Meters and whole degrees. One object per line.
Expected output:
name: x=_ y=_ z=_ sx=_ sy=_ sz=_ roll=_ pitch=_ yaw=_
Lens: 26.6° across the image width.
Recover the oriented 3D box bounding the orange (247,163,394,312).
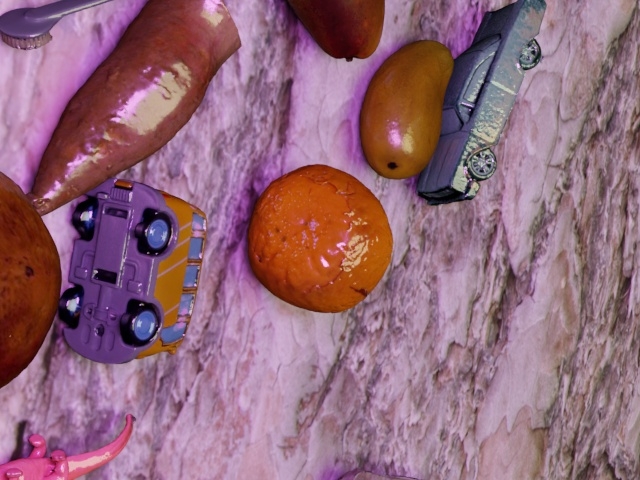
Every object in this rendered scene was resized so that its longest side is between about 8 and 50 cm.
orange: x=0.000 y=0.000 z=1.734 sx=0.161 sy=0.193 sz=0.193 roll=15 pitch=87 yaw=-65

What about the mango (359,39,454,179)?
mango: x=0.123 y=-0.188 z=1.889 sx=0.136 sy=0.099 sz=0.227 roll=44 pitch=59 yaw=-37

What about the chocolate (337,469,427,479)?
chocolate: x=0.104 y=0.441 z=2.000 sx=0.303 sy=0.100 sz=0.185 roll=22 pitch=72 yaw=-49

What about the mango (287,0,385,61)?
mango: x=0.007 y=-0.349 z=1.719 sx=0.133 sy=0.111 sz=0.267 roll=-40 pitch=128 yaw=-14

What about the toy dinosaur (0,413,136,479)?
toy dinosaur: x=-0.326 y=0.298 z=1.558 sx=0.286 sy=0.070 sz=0.139 roll=-13 pitch=118 yaw=-47

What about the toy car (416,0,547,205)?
toy car: x=0.225 y=-0.205 z=1.972 sx=0.097 sy=0.141 sz=0.321 roll=26 pitch=79 yaw=-18

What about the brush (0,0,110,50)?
brush: x=-0.229 y=-0.268 z=1.492 sx=0.266 sy=0.062 sz=0.027 roll=-25 pitch=136 yaw=-24

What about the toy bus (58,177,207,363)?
toy bus: x=-0.209 y=0.038 z=1.572 sx=0.136 sy=0.126 sz=0.210 roll=8 pitch=93 yaw=-55

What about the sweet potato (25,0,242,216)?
sweet potato: x=-0.211 y=-0.151 z=1.523 sx=0.337 sy=0.131 sz=0.131 roll=-58 pitch=133 yaw=-21

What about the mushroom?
mushroom: x=-0.381 y=0.046 z=1.341 sx=0.283 sy=0.195 sz=0.263 roll=27 pitch=84 yaw=-46
